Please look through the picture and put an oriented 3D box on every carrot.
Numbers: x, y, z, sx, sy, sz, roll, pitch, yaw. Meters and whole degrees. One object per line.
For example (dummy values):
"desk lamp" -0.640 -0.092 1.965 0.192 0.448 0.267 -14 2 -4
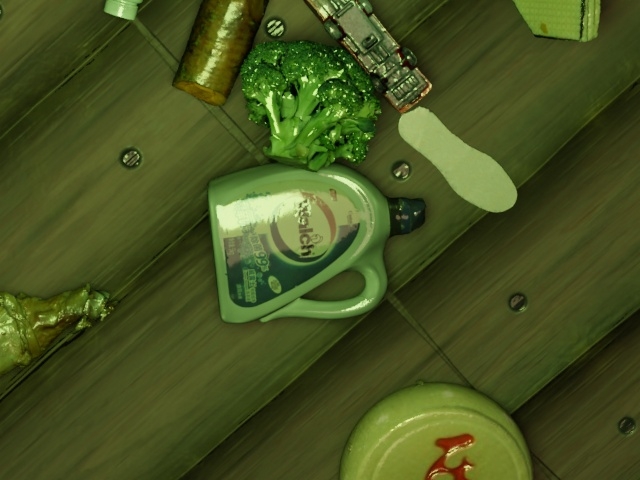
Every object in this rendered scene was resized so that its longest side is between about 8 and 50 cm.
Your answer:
"carrot" -0.122 -0.253 1.642 0.082 0.082 0.173 19 98 -11

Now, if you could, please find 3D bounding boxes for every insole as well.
"insole" 0.181 -0.104 1.753 0.197 0.004 0.065 38 97 -14

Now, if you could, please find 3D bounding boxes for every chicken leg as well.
"chicken leg" -0.375 0.104 1.700 0.228 0.088 0.103 -26 92 4

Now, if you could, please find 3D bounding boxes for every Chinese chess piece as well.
"Chinese chess piece" 0.156 0.325 1.807 0.273 0.102 0.273 -1 104 -6

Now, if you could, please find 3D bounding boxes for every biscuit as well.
"biscuit" 0.286 -0.373 1.624 0.052 0.150 0.252 -10 105 -31

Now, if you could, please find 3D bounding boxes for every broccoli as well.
"broccoli" -0.016 -0.164 1.630 0.195 0.195 0.156 15 80 -10

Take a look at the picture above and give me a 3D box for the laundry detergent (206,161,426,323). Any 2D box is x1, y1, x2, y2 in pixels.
"laundry detergent" 0.000 0.000 1.708 0.281 0.105 0.214 -6 104 -7

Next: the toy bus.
"toy bus" 0.058 -0.250 1.665 0.065 0.077 0.192 -40 103 2

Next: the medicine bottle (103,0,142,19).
"medicine bottle" -0.237 -0.317 1.629 0.047 0.047 0.083 16 101 -10
